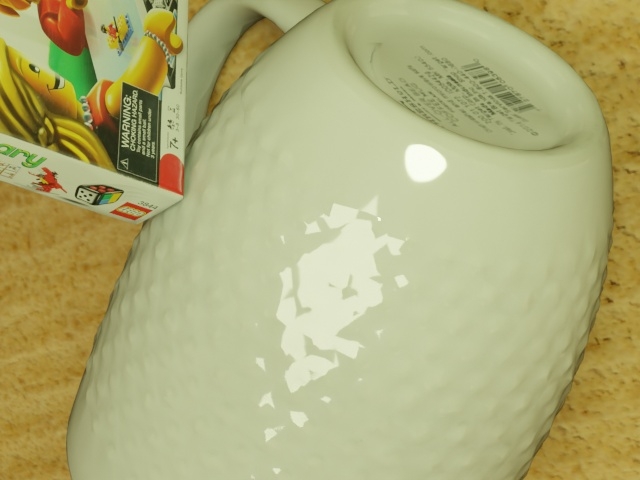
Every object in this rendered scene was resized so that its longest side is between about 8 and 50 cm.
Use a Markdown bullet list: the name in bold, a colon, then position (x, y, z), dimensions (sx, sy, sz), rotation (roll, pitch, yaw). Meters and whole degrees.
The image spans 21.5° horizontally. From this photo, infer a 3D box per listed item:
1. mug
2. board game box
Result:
- **mug**: position (0.000, 0.000, 1.031), dimensions (0.374, 0.276, 0.328), rotation (53, 133, 36)
- **board game box**: position (-0.162, -0.178, 0.940), dimensions (0.193, 0.305, 0.053), rotation (19, 149, -37)
